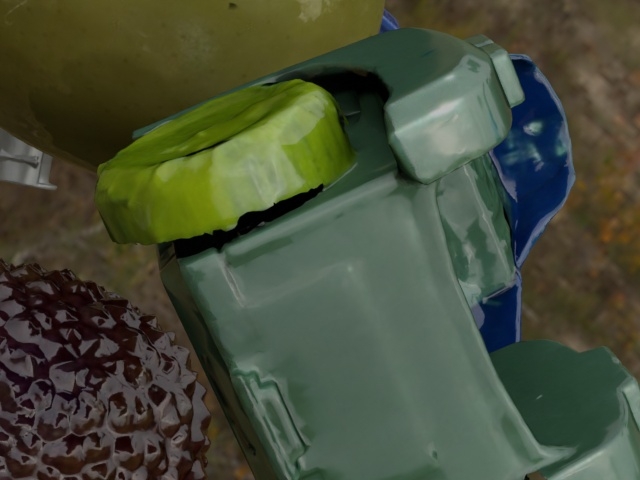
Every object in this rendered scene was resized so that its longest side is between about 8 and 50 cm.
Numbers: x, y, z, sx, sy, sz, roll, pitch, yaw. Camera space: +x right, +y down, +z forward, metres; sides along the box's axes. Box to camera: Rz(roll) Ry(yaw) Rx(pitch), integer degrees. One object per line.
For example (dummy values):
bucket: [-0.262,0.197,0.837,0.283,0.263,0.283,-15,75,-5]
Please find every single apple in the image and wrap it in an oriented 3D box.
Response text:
apple: [-0.086,-0.149,0.998,0.262,0.262,0.262,27,34,-19]

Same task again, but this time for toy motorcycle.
toy motorcycle: [0.026,-0.004,0.770,0.326,0.200,0.191,-109,176,-73]

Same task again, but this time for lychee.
lychee: [-0.150,0.102,0.981,0.188,0.188,0.188,27,34,-19]

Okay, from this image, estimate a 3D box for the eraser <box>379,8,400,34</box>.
eraser: [0.021,-0.177,1.501,0.084,0.063,0.027,32,30,-53]

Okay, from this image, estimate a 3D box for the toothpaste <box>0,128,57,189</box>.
toothpaste: [-0.186,-0.169,1.230,0.061,0.266,0.096,11,3,36]
